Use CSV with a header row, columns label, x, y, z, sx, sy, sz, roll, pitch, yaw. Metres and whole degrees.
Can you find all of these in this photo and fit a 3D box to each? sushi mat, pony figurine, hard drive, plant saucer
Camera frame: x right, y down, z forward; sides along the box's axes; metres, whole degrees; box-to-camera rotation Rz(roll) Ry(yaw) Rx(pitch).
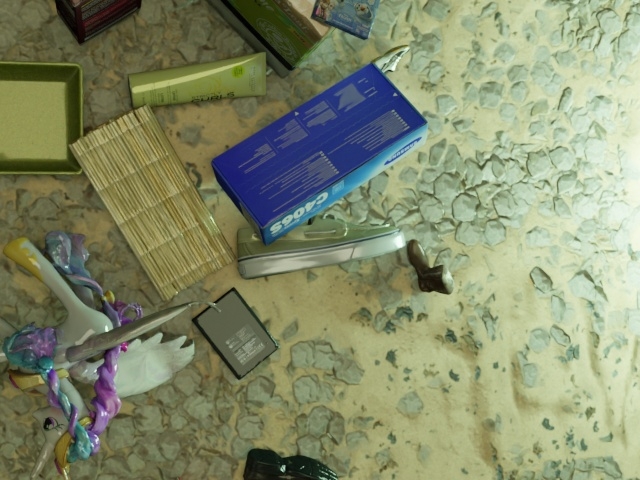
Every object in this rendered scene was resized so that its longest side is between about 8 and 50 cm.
label,x,y,z,sx,sy,sz,roll,pitch,yaw
sushi mat,-0.282,-0.065,1.568,0.151,0.019,0.317,-32,105,-12
pony figurine,-0.369,0.156,1.441,0.351,0.303,0.363,-31,71,-26
hard drive,-0.148,0.163,1.615,0.094,0.022,0.135,-38,97,-12
plant saucer,-0.491,-0.201,1.532,0.188,0.045,0.189,-1,89,-14

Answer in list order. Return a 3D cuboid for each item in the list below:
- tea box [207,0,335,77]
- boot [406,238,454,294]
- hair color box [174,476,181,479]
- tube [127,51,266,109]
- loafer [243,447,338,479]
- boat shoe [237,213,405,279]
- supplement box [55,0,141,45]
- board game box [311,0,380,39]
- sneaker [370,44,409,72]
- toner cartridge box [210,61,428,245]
label,x,y,z,sx,sy,sz,roll,pitch,yaw
tea box,-0.074,-0.480,1.501,0.329,0.323,0.220,45,79,-8
boot,0.199,0.046,1.656,0.037,0.114,0.107,-21,93,-14
hair color box,-0.239,0.445,1.522,0.043,0.141,0.072,43,80,-9
tube,-0.210,-0.273,1.591,0.240,0.070,0.062,-10,89,-14
loafer,-0.054,0.414,1.618,0.170,0.062,0.061,16,107,-9
boat shoe,0.000,0.000,1.616,0.302,0.109,0.094,-9,88,-11
supplement box,-0.355,-0.401,1.472,0.130,0.239,0.073,-35,96,-13
board game box,0.042,-0.354,1.352,0.090,0.020,0.090,19,87,-21
sneaker,0.131,-0.331,1.700,0.083,0.032,0.037,-31,109,-8
toner cartridge box,0.000,-0.154,1.602,0.347,0.075,0.165,-33,68,-12
